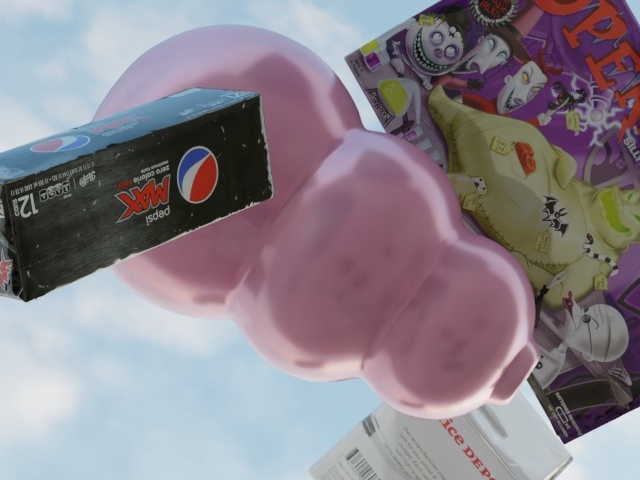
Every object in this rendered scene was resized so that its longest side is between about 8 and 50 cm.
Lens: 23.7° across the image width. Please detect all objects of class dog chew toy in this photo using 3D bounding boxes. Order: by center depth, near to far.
[{"bbox_3d":[0.000,0.000,1.031,0.332,0.206,0.206,35,-87,11],"label":"dog chew toy"}]

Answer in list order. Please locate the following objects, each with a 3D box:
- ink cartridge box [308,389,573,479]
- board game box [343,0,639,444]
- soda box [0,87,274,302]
[{"bbox_3d":[0.106,0.202,1.373,0.148,0.086,0.203,52,-48,9],"label":"ink cartridge box"},{"bbox_3d":[0.191,-0.041,1.160,0.208,0.056,0.347,-30,-88,10],"label":"board game box"},{"bbox_3d":[-0.099,-0.026,0.736,0.169,0.053,0.060,-25,-64,-44],"label":"soda box"}]
